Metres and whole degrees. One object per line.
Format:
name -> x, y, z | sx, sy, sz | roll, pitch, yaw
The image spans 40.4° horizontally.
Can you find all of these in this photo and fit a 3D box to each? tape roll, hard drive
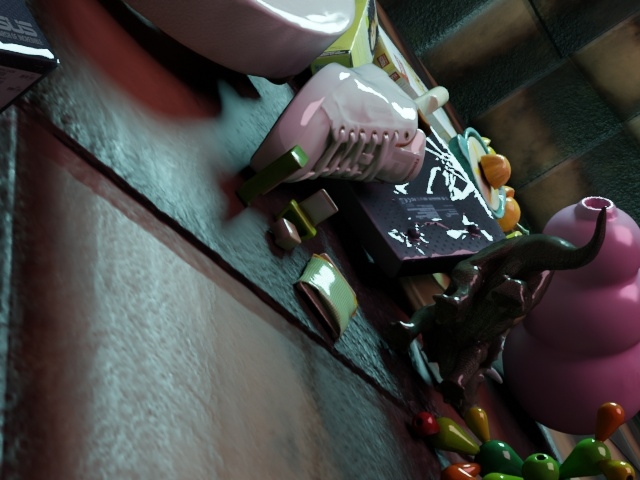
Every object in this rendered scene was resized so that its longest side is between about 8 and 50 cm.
tape roll -> -0.125, -0.321, 0.802 | 0.392, 0.072, 0.392 | 36, 32, -28
hard drive -> 0.085, -0.064, 0.972 | 0.172, 0.054, 0.255 | -4, 50, -33

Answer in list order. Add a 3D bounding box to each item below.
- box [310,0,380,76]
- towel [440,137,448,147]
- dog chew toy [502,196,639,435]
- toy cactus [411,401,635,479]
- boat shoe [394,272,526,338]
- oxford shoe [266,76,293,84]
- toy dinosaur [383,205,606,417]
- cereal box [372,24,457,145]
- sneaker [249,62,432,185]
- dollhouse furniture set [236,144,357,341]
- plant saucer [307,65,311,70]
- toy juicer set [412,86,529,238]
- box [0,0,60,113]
box -> 0.039, -0.277, 1.233 | 0.232, 0.058, 0.087 | -74, 157, -49
towel -> 0.137, -0.066, 1.193 | 0.282, 0.049, 0.187 | 9, 65, -61
dog chew toy -> 0.356, 0.098, 1.177 | 0.206, 0.206, 0.332 | -93, -179, -61
toy cactus -> 0.197, 0.202, 0.751 | 0.180, 0.219, 0.112 | 50, 52, -56
boat shoe -> 0.164, 0.058, 1.052 | 0.285, 0.089, 0.104 | 34, 28, -55
oxford shoe -> -0.099, -0.255, 0.947 | 0.212, 0.076, 0.076 | 56, -15, 5
toy dinosaur -> 0.161, 0.056, 0.843 | 0.121, 0.313, 0.160 | 34, 35, 13
cereal box -> 0.147, -0.234, 1.407 | 0.240, 0.047, 0.173 | 44, 20, -38
sneaker -> 0.041, -0.101, 0.841 | 0.123, 0.106, 0.290 | 40, 31, 7
dollhouse furniture set -> 0.000, 0.000, 0.721 | 0.152, 0.058, 0.076 | 55, 16, -8
plant saucer -> -0.082, -0.455, 1.339 | 0.333, 0.081, 0.333 | 51, 16, -23
toy juicer set -> 0.229, -0.115, 1.249 | 0.329, 0.089, 0.209 | 56, 29, -26
box -> -0.219, -0.137, 0.314 | 0.183, 0.059, 0.232 | 57, 15, 6
